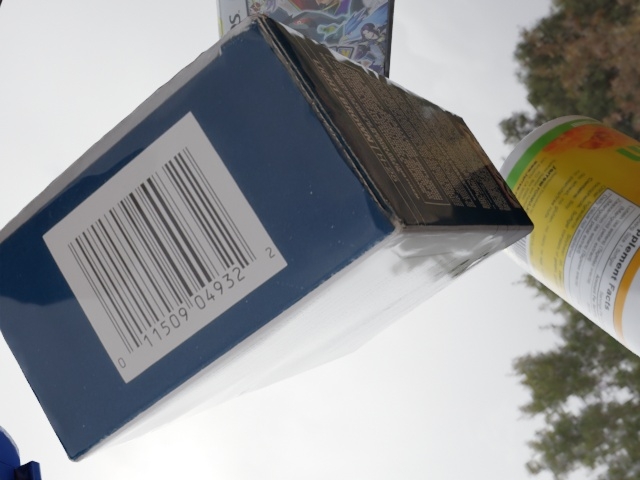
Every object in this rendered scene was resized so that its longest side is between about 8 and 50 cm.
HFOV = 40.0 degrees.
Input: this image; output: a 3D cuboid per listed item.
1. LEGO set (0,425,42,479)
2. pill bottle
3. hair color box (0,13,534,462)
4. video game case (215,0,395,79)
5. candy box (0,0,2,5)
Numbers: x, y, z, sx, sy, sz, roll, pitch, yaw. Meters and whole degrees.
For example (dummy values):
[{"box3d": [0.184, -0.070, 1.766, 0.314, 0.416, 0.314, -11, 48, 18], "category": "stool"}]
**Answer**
[{"box3d": [-0.143, 0.161, 0.364, 0.093, 0.087, 0.227, 53, -165, -56], "category": "LEGO set"}, {"box3d": [0.252, 0.010, 0.662, 0.136, 0.136, 0.245, 27, -168, -40], "category": "pill bottle"}, {"box3d": [0.000, 0.000, 0.495, 0.105, 0.174, 0.347, 58, -162, 11], "category": "hair color box"}, {"box3d": [-0.021, -0.326, 1.359, 0.275, 0.248, 0.035, -10, -135, -10], "category": "video game case"}, {"box3d": [-0.373, -0.344, 0.879, 0.159, 0.071, 0.233, 58, -154, -50], "category": "candy box"}]
